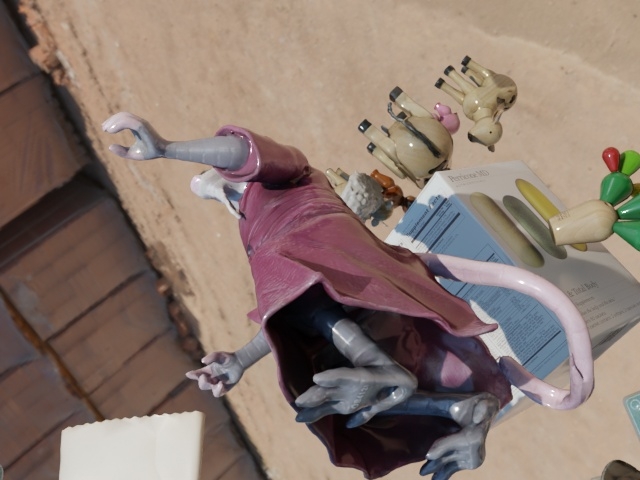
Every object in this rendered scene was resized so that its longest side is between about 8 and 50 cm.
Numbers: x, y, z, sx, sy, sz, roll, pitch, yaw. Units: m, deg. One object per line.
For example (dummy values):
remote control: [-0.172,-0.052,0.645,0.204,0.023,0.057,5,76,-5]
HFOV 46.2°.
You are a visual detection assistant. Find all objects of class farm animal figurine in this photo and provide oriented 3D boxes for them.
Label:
farm animal figurine: [0.185,-0.141,1.203,0.172,0.330,0.327,43,-164,17]

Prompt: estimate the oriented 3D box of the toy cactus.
toy cactus: [0.351,-0.038,0.846,0.112,0.181,0.218,65,-167,-44]

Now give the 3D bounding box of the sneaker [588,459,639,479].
sneaker: [0.291,0.398,0.677,0.182,0.158,0.410,-28,88,42]

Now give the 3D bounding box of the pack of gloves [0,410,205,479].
pack of gloves: [-0.140,0.211,0.360,0.195,0.231,0.046,-10,152,14]

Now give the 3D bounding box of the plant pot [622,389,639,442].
plant pot: [0.908,0.459,1.882,0.252,0.247,0.247,24,-138,-43]

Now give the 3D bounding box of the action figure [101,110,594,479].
action figure: [0.000,0.000,0.603,0.370,0.276,0.248,-123,17,-51]

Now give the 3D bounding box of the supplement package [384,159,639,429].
supplement package: [0.235,0.061,0.965,0.262,0.199,0.198,53,132,24]
